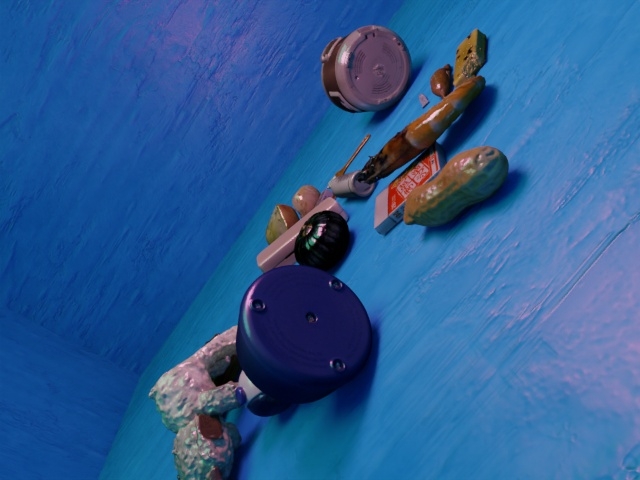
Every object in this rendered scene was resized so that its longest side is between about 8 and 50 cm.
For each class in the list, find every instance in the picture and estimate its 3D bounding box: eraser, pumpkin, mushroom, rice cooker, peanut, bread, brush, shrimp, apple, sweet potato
[{"bbox_3d":[0.226,-0.133,1.181,0.230,0.038,0.157,-44,20,33],"label":"eraser"},{"bbox_3d":[0.000,0.000,1.388,0.202,0.140,0.202,-45,26,29],"label":"pumpkin"},{"bbox_3d":[-0.049,-0.146,1.821,0.112,0.148,0.148,-23,34,35],"label":"mushroom"},{"bbox_3d":[0.169,-0.676,1.861,0.335,0.335,0.325,-55,20,4],"label":"rice cooker"},{"bbox_3d":[0.259,-0.097,0.914,0.117,0.101,0.263,-37,-3,-43],"label":"peanut"},{"bbox_3d":[0.426,-0.515,1.316,0.088,0.049,0.226,-39,24,45],"label":"bread"},{"bbox_3d":[0.119,-0.326,1.900,0.272,0.013,0.103,-53,17,9],"label":"brush"},{"bbox_3d":[0.257,-0.290,1.253,0.445,0.085,0.272,-39,7,40],"label":"shrimp"},{"bbox_3d":[-0.134,-0.019,1.845,0.265,0.119,0.193,123,132,-59],"label":"apple"},{"bbox_3d":[0.373,-0.503,1.423,0.068,0.068,0.226,-40,22,43],"label":"sweet potato"}]

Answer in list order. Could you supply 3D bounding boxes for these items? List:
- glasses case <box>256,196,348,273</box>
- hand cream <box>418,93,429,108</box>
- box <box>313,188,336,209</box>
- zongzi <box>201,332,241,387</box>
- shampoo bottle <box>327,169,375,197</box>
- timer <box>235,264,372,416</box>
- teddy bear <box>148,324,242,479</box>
[{"bbox_3d":[-0.064,-0.008,1.553,0.336,0.076,0.144,-39,16,1],"label":"glasses case"},{"bbox_3d":[0.342,-0.463,1.525,0.030,0.019,0.093,-45,26,28],"label":"hand cream"},{"bbox_3d":[-0.003,-0.096,1.738,0.039,0.055,0.218,-34,26,56],"label":"box"},{"bbox_3d":[-0.345,0.487,1.445,0.323,0.159,0.360,-55,25,-1],"label":"zongzi"},{"bbox_3d":[0.098,-0.186,1.566,0.085,0.085,0.262,-58,16,-7],"label":"shampoo bottle"},{"bbox_3d":[-0.080,0.266,1.010,0.271,0.270,0.384,-74,8,-46],"label":"timer"},{"bbox_3d":[-0.262,0.476,1.225,0.327,0.362,0.375,-53,-16,31],"label":"teddy bear"}]
